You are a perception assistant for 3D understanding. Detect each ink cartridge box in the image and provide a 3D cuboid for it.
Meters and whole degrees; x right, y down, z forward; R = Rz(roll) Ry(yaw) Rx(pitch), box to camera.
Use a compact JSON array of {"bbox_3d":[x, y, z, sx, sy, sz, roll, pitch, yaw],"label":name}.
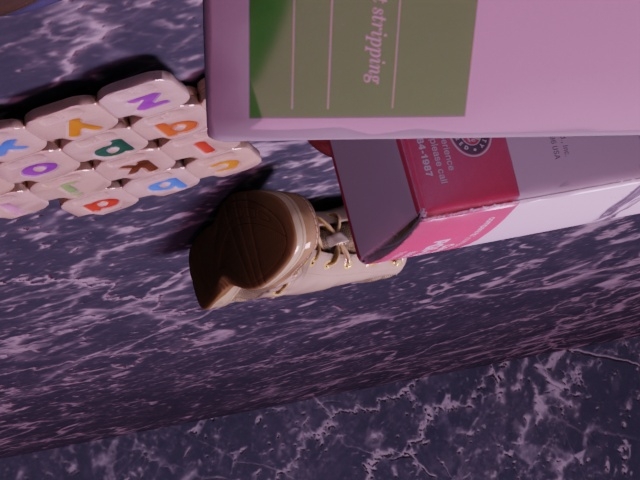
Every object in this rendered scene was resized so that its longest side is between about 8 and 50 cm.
[{"bbox_3d":[0.146,-0.114,1.011,0.283,0.207,0.117,-10,167,-20],"label":"ink cartridge box"}]

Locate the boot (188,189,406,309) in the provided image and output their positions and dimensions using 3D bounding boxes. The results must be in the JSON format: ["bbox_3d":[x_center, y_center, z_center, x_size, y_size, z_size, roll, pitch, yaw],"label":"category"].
[{"bbox_3d":[0.000,0.000,1.577,0.203,0.095,0.262,-9,167,-23],"label":"boot"}]

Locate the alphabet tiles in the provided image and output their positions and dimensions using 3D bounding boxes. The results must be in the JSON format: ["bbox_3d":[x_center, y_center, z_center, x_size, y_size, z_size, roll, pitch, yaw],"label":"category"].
[{"bbox_3d":[-0.158,-0.074,1.258,0.284,0.021,0.278,-17,166,10],"label":"alphabet tiles"}]

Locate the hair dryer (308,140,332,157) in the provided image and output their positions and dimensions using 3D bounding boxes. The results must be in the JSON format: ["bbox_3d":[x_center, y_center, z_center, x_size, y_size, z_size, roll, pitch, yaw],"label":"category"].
[{"bbox_3d":[0.094,-0.093,1.231,0.224,0.080,0.293,4,-178,11],"label":"hair dryer"}]

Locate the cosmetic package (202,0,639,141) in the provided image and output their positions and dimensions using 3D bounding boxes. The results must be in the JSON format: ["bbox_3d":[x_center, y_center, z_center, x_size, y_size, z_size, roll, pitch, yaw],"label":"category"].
[{"bbox_3d":[0.136,-0.158,0.632,0.366,0.155,0.197,-1,129,-2],"label":"cosmetic package"}]

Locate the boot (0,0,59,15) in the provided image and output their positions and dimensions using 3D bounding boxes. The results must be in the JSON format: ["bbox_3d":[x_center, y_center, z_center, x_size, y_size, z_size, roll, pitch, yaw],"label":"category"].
[{"bbox_3d":[-0.208,-0.127,0.845,0.219,0.082,0.106,-21,163,19],"label":"boot"}]
